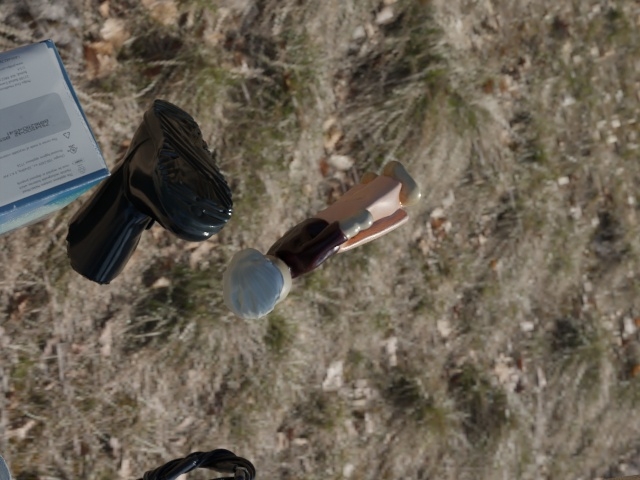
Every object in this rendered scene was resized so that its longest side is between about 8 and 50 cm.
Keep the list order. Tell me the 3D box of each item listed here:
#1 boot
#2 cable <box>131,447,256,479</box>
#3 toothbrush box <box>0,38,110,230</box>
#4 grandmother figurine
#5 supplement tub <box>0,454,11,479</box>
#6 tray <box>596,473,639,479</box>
[{"bbox_3d":[-0.202,-0.021,1.049,0.094,0.207,0.246,24,25,-33],"label":"boot"},{"bbox_3d":[-0.191,0.346,1.360,0.150,0.184,0.047,-65,148,-75],"label":"cable"},{"bbox_3d":[-0.340,-0.053,0.821,0.216,0.295,0.126,-25,96,-27],"label":"toothbrush box"},{"bbox_3d":[0.000,0.000,1.300,0.342,0.208,0.104,-36,90,-35],"label":"grandmother figurine"},{"bbox_3d":[-0.460,0.371,1.007,0.228,0.316,0.228,16,32,-10],"label":"supplement tub"},{"bbox_3d":[0.373,0.395,1.120,0.410,0.076,0.203,11,80,-46],"label":"tray"}]
